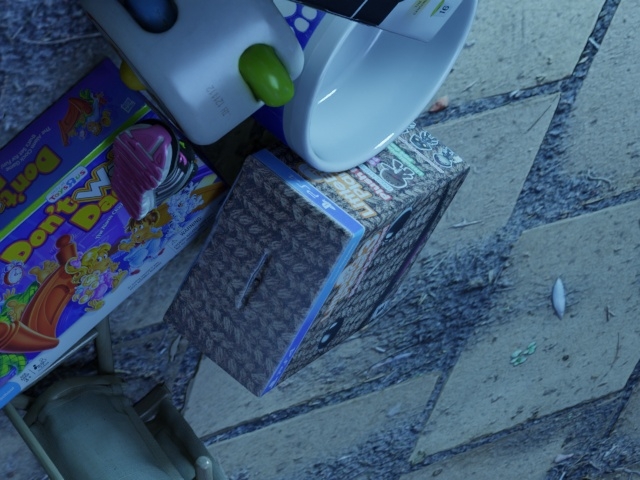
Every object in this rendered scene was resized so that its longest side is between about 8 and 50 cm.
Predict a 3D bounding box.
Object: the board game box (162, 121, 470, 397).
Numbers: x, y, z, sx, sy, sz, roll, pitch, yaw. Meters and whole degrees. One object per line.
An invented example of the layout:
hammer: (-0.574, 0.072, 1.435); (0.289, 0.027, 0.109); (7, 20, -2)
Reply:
board game box: (0.000, 0.000, 2.131); (0.291, 0.141, 0.232); (-30, 154, -56)

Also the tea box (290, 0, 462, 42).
tea box: (0.034, -0.374, 1.572); (0.323, 0.220, 0.329); (11, 126, -49)

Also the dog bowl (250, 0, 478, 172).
dog bowl: (0.038, -0.206, 1.975); (0.265, 0.104, 0.265); (-41, 155, -24)

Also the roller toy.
roller toy: (-0.124, -0.190, 1.792); (0.146, 0.209, 0.191); (-39, 106, -3)

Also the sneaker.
sneaker: (-0.152, -0.080, 1.853); (0.075, 0.063, 0.170); (-38, 170, -22)

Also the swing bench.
swing bench: (-0.211, 0.255, 2.204); (0.165, 0.253, 0.255); (-37, 148, -5)

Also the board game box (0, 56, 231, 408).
board game box: (-0.275, 0.002, 1.979); (0.347, 0.078, 0.233); (-41, 149, 2)
